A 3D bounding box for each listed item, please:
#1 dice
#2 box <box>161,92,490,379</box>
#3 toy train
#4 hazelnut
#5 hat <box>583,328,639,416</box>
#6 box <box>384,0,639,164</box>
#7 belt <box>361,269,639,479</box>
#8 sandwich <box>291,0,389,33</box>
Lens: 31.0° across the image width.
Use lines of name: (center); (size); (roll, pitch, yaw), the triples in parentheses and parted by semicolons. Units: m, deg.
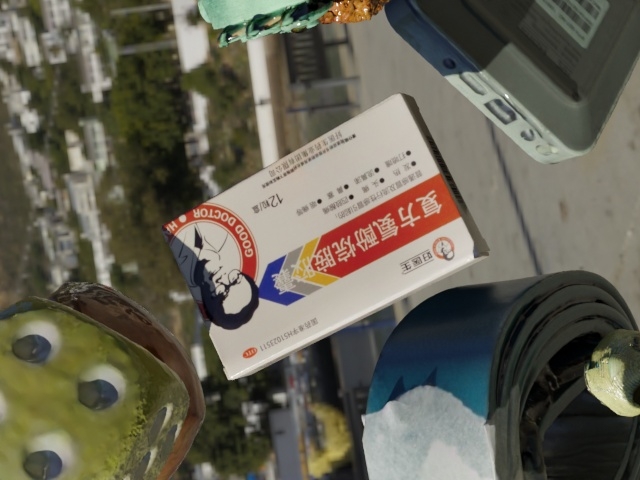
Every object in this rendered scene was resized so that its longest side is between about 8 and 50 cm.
dice: (-0.316, 0.223, 1.415); (0.233, 0.238, 0.227); (-61, -12, -19)
box: (0.000, 0.000, 1.395); (0.214, 0.353, 0.069); (65, -160, 8)
toy train: (-0.022, -0.201, 0.859); (0.176, 0.118, 0.074); (-1, 121, 56)
hazelnut: (-0.360, 0.245, 1.893); (0.372, 0.316, 0.372); (162, 90, -79)
hat: (0.297, 0.124, 1.093); (0.077, 0.076, 0.059); (-54, 8, -18)
box: (0.325, -0.367, 1.791); (0.111, 0.396, 0.396); (-24, 31, 58)
belt: (0.215, 0.191, 1.205); (0.437, 0.173, 0.300); (-16, -86, -52)
sandwich: (0.016, -0.335, 1.408); (0.235, 0.159, 0.079); (-48, -32, -40)
